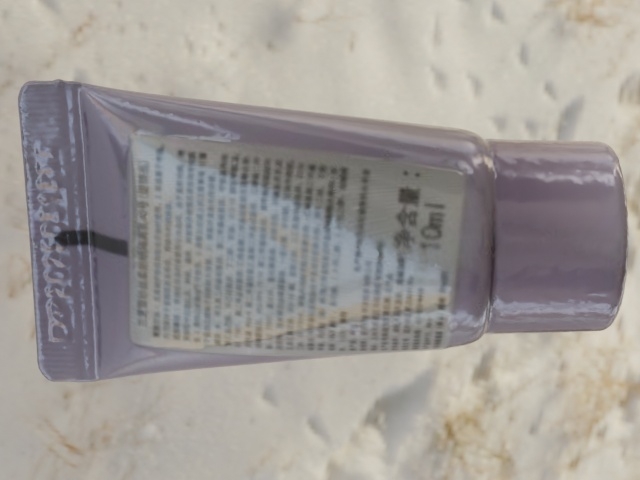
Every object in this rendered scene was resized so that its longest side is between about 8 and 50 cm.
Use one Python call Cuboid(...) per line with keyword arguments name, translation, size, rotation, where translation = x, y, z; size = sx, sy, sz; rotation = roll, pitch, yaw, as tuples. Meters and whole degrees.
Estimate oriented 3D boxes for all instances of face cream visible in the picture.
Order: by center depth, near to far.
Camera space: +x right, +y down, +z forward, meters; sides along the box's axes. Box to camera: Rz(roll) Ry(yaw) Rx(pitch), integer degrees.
Cuboid(name="face cream", translation=(0.000, 0.000, 0.691), size=(0.096, 0.274, 0.154), rotation=(-94, -175, -63))
